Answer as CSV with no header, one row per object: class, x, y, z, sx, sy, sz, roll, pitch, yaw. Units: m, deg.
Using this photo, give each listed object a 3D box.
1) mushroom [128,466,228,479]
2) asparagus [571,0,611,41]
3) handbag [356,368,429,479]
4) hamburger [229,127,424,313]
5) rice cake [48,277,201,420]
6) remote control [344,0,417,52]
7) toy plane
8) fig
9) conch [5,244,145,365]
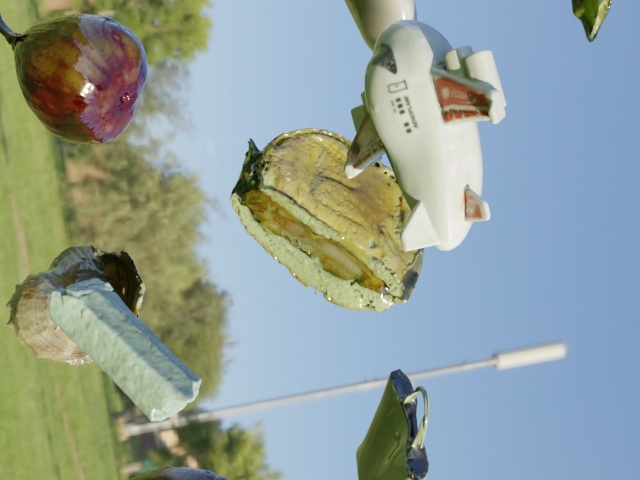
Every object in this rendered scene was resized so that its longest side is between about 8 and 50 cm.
mushroom,-0.200,0.446,1.706,0.253,0.253,0.153,95,18,-44
asparagus,0.402,-0.455,1.758,0.080,0.080,0.287,139,-67,-74
handbag,0.141,0.385,2.121,0.315,0.109,0.241,99,-14,-49
hamburger,0.023,-0.050,1.607,0.132,0.309,0.211,-51,-175,48
rice cake,-0.219,0.123,1.280,0.206,0.069,0.063,41,-65,13
remote control,0.097,-0.494,2.163,0.221,0.104,0.332,106,-38,-64
toy plane,0.109,-0.112,1.202,0.252,0.118,0.252,16,-70,52
fig,-0.437,-0.304,1.860,0.321,0.217,0.217,35,-36,23
conch,-0.335,0.092,1.620,0.245,0.163,0.178,5,-101,41
